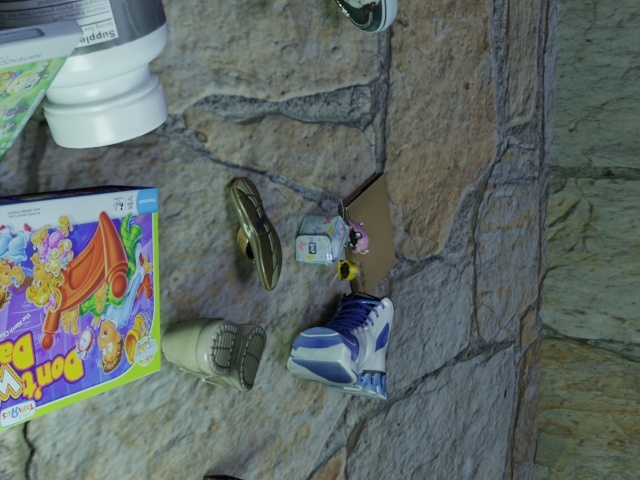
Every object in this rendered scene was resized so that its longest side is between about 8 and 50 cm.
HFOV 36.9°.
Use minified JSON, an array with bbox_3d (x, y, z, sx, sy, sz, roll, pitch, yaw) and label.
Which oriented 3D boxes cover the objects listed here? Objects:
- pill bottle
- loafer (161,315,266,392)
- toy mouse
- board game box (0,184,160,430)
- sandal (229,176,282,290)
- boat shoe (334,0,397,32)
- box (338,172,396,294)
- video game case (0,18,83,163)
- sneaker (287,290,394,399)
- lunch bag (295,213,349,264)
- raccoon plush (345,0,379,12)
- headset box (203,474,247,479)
[{"bbox_3d":[-0.260,-0.266,1.004,0.176,0.176,0.318,-45,132,-49],"label":"pill bottle"},{"bbox_3d":[-0.147,0.152,1.365,0.268,0.092,0.101,57,48,-71],"label":"loafer"},{"bbox_3d":[0.052,-0.002,1.673,0.031,0.161,0.143,-2,81,-23],"label":"toy mouse"},{"bbox_3d":[-0.316,0.067,1.055,0.347,0.078,0.233,-15,107,-60],"label":"board game box"},{"bbox_3d":[-0.105,-0.009,1.462,0.072,0.049,0.180,-44,117,-57],"label":"sandal"},{"bbox_3d":[0.014,-0.466,1.553,0.119,0.121,0.335,-54,128,-32],"label":"boat shoe"},{"bbox_3d":[0.094,-0.008,1.838,0.164,0.021,0.201,-43,130,-50],"label":"box"},{"bbox_3d":[-0.337,-0.115,0.895,0.023,0.212,0.193,50,34,6],"label":"video game case"},{"bbox_3d":[0.045,0.166,1.691,0.315,0.128,0.182,43,53,-63],"label":"sneaker"},{"bbox_3d":[0.000,0.000,1.619,0.053,0.071,0.083,48,54,-50],"label":"lunch bag"},{"bbox_3d":[0.023,-0.548,1.352,0.299,0.216,0.446,-2,96,-44],"label":"raccoon plush"},{"bbox_3d":[-0.127,0.375,1.435,0.062,0.083,0.032,21,77,-59],"label":"headset box"}]
